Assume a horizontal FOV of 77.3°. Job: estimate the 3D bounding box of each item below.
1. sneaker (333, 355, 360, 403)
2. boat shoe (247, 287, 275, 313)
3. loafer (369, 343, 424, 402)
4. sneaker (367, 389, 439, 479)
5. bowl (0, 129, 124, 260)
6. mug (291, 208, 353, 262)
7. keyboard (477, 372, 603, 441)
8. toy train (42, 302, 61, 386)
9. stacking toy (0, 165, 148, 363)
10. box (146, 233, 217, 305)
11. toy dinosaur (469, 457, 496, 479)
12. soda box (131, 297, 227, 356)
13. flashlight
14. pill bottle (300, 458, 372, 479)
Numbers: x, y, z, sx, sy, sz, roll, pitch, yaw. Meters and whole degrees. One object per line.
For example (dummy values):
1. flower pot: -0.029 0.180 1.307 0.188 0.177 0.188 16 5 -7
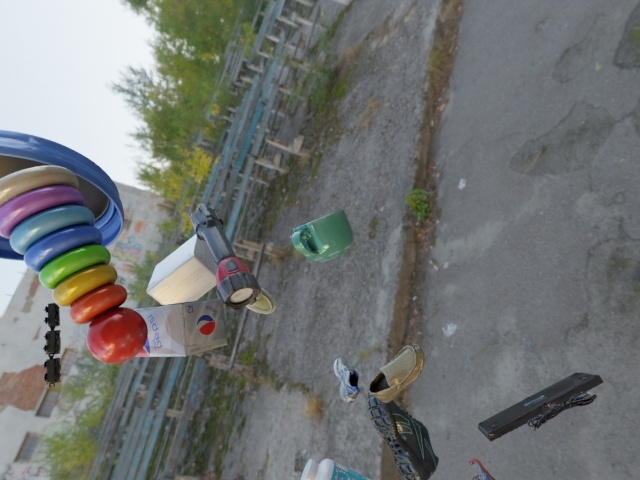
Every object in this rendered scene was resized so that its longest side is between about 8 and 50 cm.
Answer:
1. sneaker: 0.077 0.359 1.065 0.058 0.052 0.135 -54 32 25
2. boat shoe: -0.318 0.237 1.750 0.109 0.302 0.094 -52 23 -1
3. loafer: 0.149 0.265 0.792 0.148 0.050 0.056 -59 35 17
4. sneaker: 0.219 0.511 1.081 0.267 0.106 0.101 62 146 16
5. bowl: -0.633 -0.080 0.851 0.391 0.391 0.077 -53 42 49
6. mug: 0.001 -0.001 0.937 0.097 0.158 0.129 67 161 -4
7. keyboard: 0.556 0.418 0.999 0.033 0.317 0.201 61 180 16
8. toy train: -0.516 0.200 0.771 0.036 0.027 0.158 134 128 -61
9. stacking toy: -0.395 0.052 0.650 0.141 0.330 0.141 -31 -1 -1
10. box: -0.407 0.099 1.223 0.181 0.119 0.182 -37 25 5
11. toy dinosaur: 0.365 0.523 0.885 0.047 0.090 0.082 127 137 -66
12. soda box: -0.316 0.173 0.781 0.286 0.098 0.091 -11 83 34
13. flashlight: -0.259 0.040 1.052 0.103 0.103 0.304 -44 54 10
14. pill bottle: 0.063 0.909 1.475 0.146 0.264 0.146 25 -90 -89
